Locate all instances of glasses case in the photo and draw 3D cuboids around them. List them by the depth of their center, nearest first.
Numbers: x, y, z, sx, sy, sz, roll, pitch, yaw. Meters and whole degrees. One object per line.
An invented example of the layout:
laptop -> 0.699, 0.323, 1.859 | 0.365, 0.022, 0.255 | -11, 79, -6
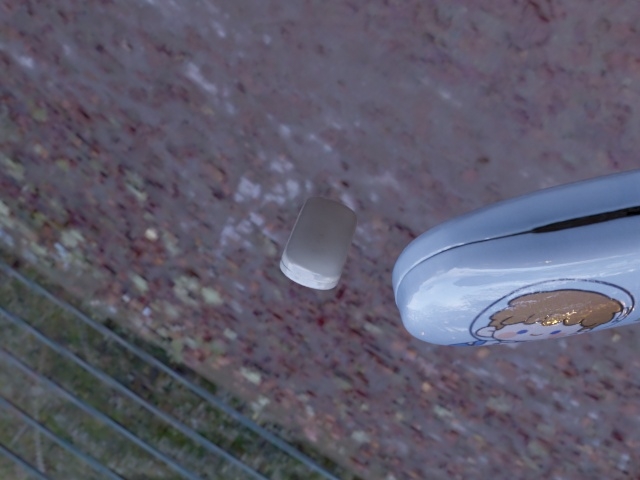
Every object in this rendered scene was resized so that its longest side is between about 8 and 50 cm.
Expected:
glasses case -> 0.115, 0.003, 0.390 | 0.179, 0.045, 0.067 | -11, 153, -2
glasses case -> 0.000, 0.000, 0.560 | 0.032, 0.083, 0.021 | 20, 118, 0
